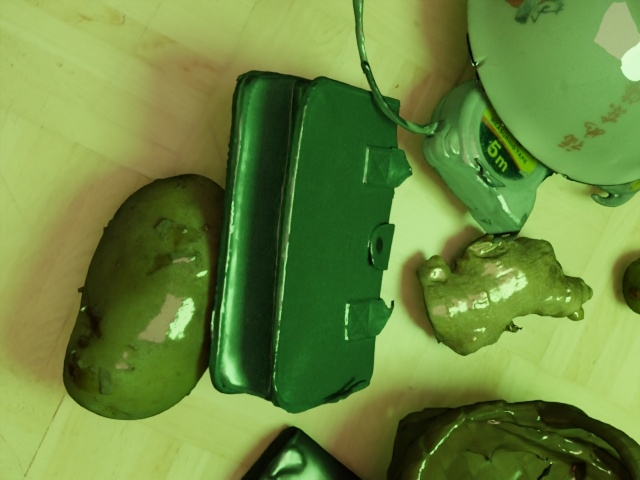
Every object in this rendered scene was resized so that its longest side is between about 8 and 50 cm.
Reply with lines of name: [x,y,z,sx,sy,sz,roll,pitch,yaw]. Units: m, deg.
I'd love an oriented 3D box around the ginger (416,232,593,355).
ginger: [0.217,0.053,1.055,0.213,0.074,0.137,-14,109,-8]

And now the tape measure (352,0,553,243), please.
tape measure: [0.132,-0.159,0.982,0.330,0.084,0.164,48,57,-19]

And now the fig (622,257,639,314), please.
fig: [0.411,0.051,1.103,0.088,0.074,0.074,-22,101,-26]

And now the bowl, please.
bowl: [0.338,-0.237,0.962,0.346,0.157,0.345,3,83,-26]

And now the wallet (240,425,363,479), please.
wallet: [0.046,0.423,1.061,0.406,0.062,0.228,41,86,-14]

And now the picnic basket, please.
picnic basket: [0.243,0.313,0.939,0.337,0.337,0.293,14,78,-15]

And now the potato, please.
potato: [-0.163,0.058,0.917,0.165,0.165,0.262,26,89,-15]

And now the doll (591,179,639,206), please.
doll: [0.375,-0.095,1.082,0.195,0.062,0.104,-4,115,-23]

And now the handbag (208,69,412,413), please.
handbag: [0.000,0.000,0.929,0.238,0.089,0.326,-1,97,-58]
